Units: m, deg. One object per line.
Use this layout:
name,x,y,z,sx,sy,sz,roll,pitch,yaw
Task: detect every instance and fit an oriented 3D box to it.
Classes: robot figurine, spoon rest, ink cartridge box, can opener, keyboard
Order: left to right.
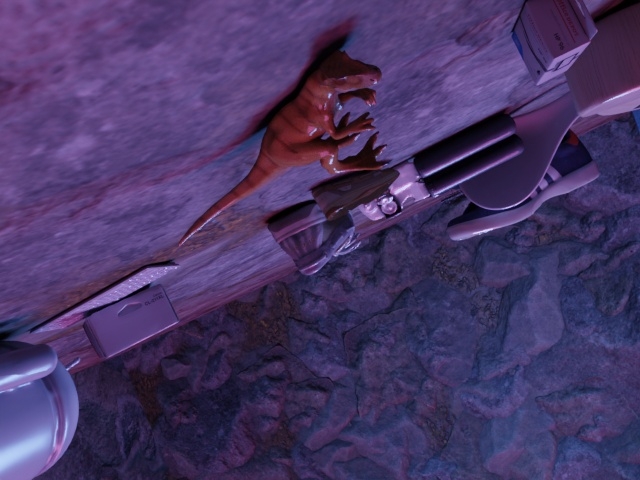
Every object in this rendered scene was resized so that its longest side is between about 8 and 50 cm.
robot figurine,-0.464,0.247,0.700,0.300,0.199,0.353,-43,171,16
keyboard,-0.325,0.088,0.815,0.256,0.014,0.072,-27,175,22
ink cartridge box,-0.325,0.140,0.926,0.128,0.072,0.175,-26,-179,-26
can opener,0.180,-0.119,0.883,0.280,0.074,0.093,-25,-150,19
spoon rest,0.343,-0.164,0.879,0.276,0.137,0.084,-40,165,15
ink cartridge box,0.171,-0.154,0.407,0.028,0.048,0.083,-26,175,9

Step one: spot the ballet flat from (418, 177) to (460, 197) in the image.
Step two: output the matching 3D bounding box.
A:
ballet flat,0.244,-0.124,1.073,0.074,0.074,0.203,-24,178,-17

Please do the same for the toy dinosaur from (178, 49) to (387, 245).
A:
toy dinosaur,-0.020,-0.070,0.403,0.112,0.064,0.211,1,151,-36

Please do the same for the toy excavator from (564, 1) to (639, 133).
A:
toy excavator,0.488,-0.205,0.708,0.446,0.222,0.433,-16,175,3

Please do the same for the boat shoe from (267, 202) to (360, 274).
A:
boat shoe,0.002,-0.001,0.956,0.118,0.103,0.320,-26,175,10

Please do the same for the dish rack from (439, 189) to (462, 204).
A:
dish rack,0.457,-0.186,1.521,0.208,0.074,0.271,-22,177,-24

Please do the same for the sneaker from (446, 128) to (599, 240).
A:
sneaker,0.356,-0.119,1.023,0.350,0.148,0.131,-26,-179,-24

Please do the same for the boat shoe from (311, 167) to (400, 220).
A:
boat shoe,0.054,-0.078,0.781,0.153,0.048,0.056,-30,167,-34
